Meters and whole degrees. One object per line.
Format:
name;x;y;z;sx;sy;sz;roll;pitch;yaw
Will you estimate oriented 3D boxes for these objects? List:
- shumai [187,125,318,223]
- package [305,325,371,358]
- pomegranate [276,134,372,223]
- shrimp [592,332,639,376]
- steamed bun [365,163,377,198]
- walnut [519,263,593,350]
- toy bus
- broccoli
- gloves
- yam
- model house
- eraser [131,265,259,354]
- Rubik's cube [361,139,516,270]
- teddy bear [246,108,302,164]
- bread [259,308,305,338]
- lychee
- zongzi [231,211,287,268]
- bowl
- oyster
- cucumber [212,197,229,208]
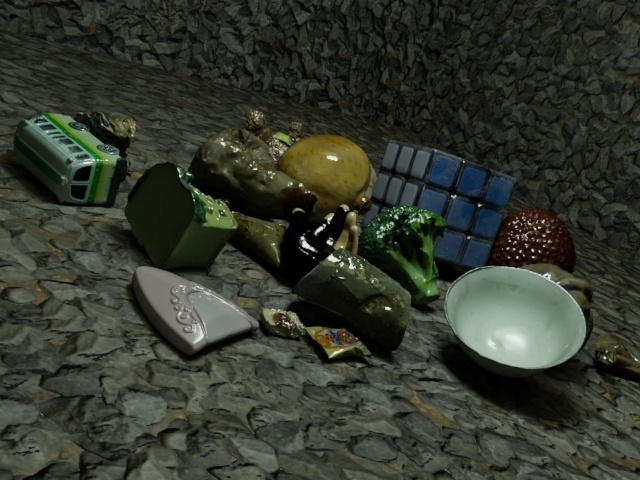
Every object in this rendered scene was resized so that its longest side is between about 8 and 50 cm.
shumai;-0.169;-0.126;1.947;0.283;0.217;0.346;46;2;20
package;0.032;0.205;1.503;0.120;0.031;0.108;7;22;-37
pomegranate;0.001;-0.183;2.190;0.307;0.308;0.307;19;19;-7
shrimp;0.808;0.316;1.986;0.168;0.077;0.317;33;19;24
steamed bun;0.116;-0.223;2.598;0.211;0.144;0.218;29;21;19
walnut;0.560;0.179;1.860;0.248;0.249;0.248;19;19;-7
toy bus;-0.601;-0.195;1.753;0.276;0.134;0.164;35;25;31
broccoli;0.215;0.044;1.922;0.254;0.269;0.269;-25;28;-2
gloves;-0.005;0.007;1.805;0.197;0.152;0.301;34;44;-1
yam;0.078;0.115;1.594;0.254;0.154;0.154;29;19;2
model house;-0.285;-0.060;1.628;0.189;0.195;0.214;10;32;-50
eraser;-0.257;0.113;1.393;0.243;0.059;0.204;34;22;21
Rubik's cube;0.341;-0.107;2.217;0.305;0.301;0.303;16;8;-21
teddy bear;-0.108;-0.288;2.436;0.222;0.247;0.296;-3;-28;21
bread;-0.078;0.164;1.492;0.083;0.035;0.070;10;20;-23
lychee;0.624;0.041;2.235;0.304;0.276;0.275;-17;40;-43
zongzi;-0.163;0.004;1.791;0.160;0.079;0.176;14;28;-4
bowl;0.424;0.211;1.685;0.313;0.146;0.313;2;41;-2
oyster;-0.543;-0.254;1.890;0.222;0.214;0.083;36;55;19
cucumber;-0.323;-0.067;1.802;0.265;0.077;0.077;-4;31;-44
